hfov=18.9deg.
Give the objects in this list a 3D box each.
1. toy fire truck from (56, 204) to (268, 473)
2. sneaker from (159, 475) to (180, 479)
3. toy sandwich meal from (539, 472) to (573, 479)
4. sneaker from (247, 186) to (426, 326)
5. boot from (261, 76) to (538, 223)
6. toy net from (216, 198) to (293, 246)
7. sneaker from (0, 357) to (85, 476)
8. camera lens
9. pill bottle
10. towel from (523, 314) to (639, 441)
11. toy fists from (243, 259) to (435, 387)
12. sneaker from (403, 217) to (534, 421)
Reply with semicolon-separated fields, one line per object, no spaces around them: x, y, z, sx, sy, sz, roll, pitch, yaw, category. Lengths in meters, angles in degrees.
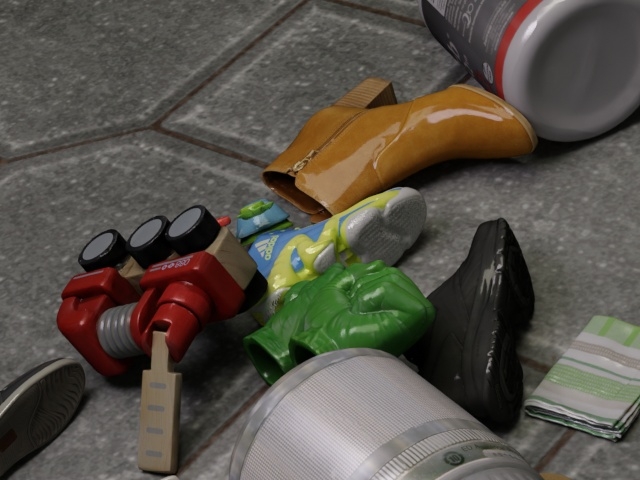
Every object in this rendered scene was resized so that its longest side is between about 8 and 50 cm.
-0.187;0.113;2.053;0.217;0.158;0.246;-13;35;40;toy fire truck
-0.130;0.307;1.826;0.070;0.084;0.185;-19;37;-4;sneaker
0.211;0.254;1.817;0.086;0.029;0.085;-6;38;5;toy sandwich meal
0.000;0.000;2.160;0.240;0.091;0.126;-34;40;-20;sneaker
0.088;-0.090;2.248;0.295;0.104;0.211;16;53;41;boot
-0.148;0.009;2.212;0.232;0.045;0.122;-22;4;9;toy net
-0.363;0.188;2.060;0.118;0.083;0.222;23;53;40;sneaker
0.065;0.240;1.728;0.219;0.219;0.274;-32;40;-20;camera lens
0.244;-0.289;2.336;0.210;0.210;0.363;-24;38;-10;pill bottle
0.287;0.134;1.943;0.113;0.023;0.152;16;47;33;towel
0.019;0.084;1.962;0.142;0.096;0.279;-34;8;-18;toy fists
0.148;0.078;2.004;0.130;0.109;0.286;-11;33;22;sneaker
